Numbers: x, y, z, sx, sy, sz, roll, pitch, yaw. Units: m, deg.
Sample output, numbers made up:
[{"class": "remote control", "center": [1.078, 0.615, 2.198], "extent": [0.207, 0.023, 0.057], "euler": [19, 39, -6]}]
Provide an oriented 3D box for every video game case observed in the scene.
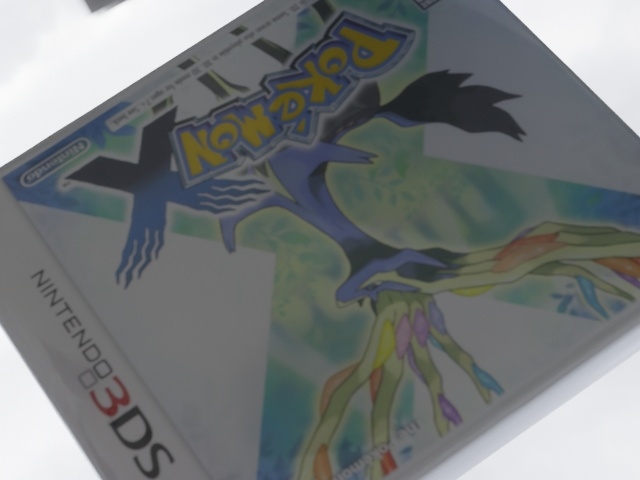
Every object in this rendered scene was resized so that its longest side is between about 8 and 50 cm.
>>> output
[{"class": "video game case", "center": [0.000, 0.000, 0.872], "extent": [0.329, 0.036, 0.300], "euler": [-34, -121, -10]}]
